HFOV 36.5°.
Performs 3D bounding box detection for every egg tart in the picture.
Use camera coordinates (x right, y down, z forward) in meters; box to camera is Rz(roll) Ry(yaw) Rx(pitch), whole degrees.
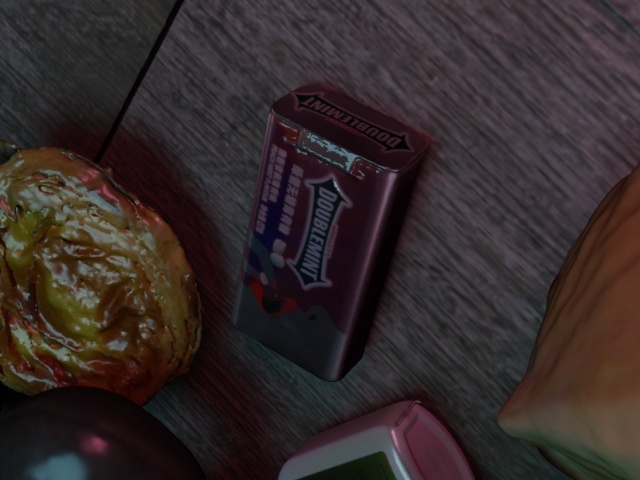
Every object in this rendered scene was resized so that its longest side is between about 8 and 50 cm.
[{"bbox_3d":[-0.233,0.028,0.931,0.297,0.132,0.297,9,122,14],"label":"egg tart"}]

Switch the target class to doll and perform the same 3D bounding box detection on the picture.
[{"bbox_3d":[-0.242,0.302,0.983,0.382,0.252,0.378,-13,106,19],"label":"doll"}]

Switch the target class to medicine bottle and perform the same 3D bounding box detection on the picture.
[{"bbox_3d":[0.031,0.227,0.880,0.219,0.078,0.115,-31,97,41],"label":"medicine bottle"}]

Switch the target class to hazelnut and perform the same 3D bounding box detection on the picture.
[{"bbox_3d":[0.218,0.071,0.544,0.241,0.261,0.261,-3,117,2],"label":"hazelnut"}]

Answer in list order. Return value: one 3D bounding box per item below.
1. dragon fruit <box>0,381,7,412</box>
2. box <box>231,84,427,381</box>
[{"bbox_3d":[-0.393,0.160,1.049,0.100,0.282,0.343,-2,139,-8],"label":"dragon fruit"},{"bbox_3d":[0.000,0.000,0.781,0.120,0.069,0.224,27,128,20],"label":"box"}]
